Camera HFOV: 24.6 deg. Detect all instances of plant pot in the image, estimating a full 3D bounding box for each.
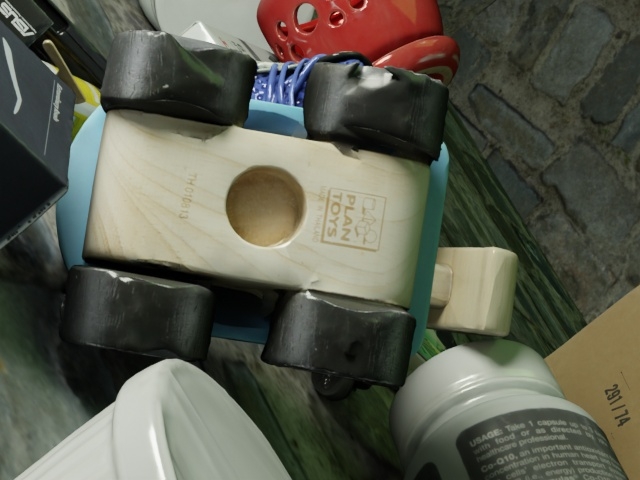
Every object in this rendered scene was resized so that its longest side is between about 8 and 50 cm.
[{"bbox_3d":[0.051,-0.223,1.619,0.174,0.191,0.191,58,14,15],"label":"plant pot"}]

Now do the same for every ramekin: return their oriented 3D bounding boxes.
[{"bbox_3d":[-0.063,0.203,0.717,0.273,0.127,0.273,60,5,-8],"label":"ramekin"}]

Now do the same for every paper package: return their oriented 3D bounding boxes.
[{"bbox_3d":[0.350,0.260,1.644,0.168,0.309,0.325,41,17,-32],"label":"paper package"}]

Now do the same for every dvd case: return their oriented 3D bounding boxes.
[{"bbox_3d":[-0.279,-0.228,1.274,0.253,0.022,0.180,48,-8,-21],"label":"dvd case"}]

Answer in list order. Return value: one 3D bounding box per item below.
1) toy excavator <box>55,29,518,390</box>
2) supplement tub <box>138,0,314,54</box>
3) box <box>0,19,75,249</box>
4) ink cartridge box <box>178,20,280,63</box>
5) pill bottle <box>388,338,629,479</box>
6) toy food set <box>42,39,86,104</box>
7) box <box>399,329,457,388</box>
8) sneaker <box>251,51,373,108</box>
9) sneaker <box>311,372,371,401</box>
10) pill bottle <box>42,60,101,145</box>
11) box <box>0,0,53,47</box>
[{"bbox_3d":[0.000,0.000,1.211,0.432,0.222,0.445,9,-4,-10],"label":"toy excavator"},{"bbox_3d":[-0.129,-0.368,1.838,0.228,0.228,0.316,44,16,-33],"label":"supplement tub"},{"bbox_3d":[-0.265,-0.100,0.940,0.207,0.108,0.153,47,14,-25],"label":"box"},{"bbox_3d":[-0.065,-0.101,1.587,0.211,0.121,0.289,54,13,11],"label":"ink cartridge box"},{"bbox_3d":[0.192,0.269,1.319,0.204,0.204,0.361,41,18,-39],"label":"pill bottle"},{"bbox_3d":[-0.236,-0.101,1.054,0.019,0.122,0.078,-84,154,-49],"label":"toy food set"},{"bbox_3d":[0.081,0.073,1.774,0.232,0.058,0.322,44,16,-32],"label":"box"},{"bbox_3d":[-0.037,-0.125,1.339,0.315,0.128,0.182,18,-18,-5],"label":"sneaker"},{"bbox_3d":[0.030,0.123,1.481,0.089,0.051,0.170,40,14,-26],"label":"sneaker"},{"bbox_3d":[-0.226,-0.111,1.194,0.065,0.065,0.116,58,13,21],"label":"pill bottle"},{"bbox_3d":[-0.300,-0.226,1.151,0.184,0.045,0.190,50,-9,-20],"label":"box"}]
